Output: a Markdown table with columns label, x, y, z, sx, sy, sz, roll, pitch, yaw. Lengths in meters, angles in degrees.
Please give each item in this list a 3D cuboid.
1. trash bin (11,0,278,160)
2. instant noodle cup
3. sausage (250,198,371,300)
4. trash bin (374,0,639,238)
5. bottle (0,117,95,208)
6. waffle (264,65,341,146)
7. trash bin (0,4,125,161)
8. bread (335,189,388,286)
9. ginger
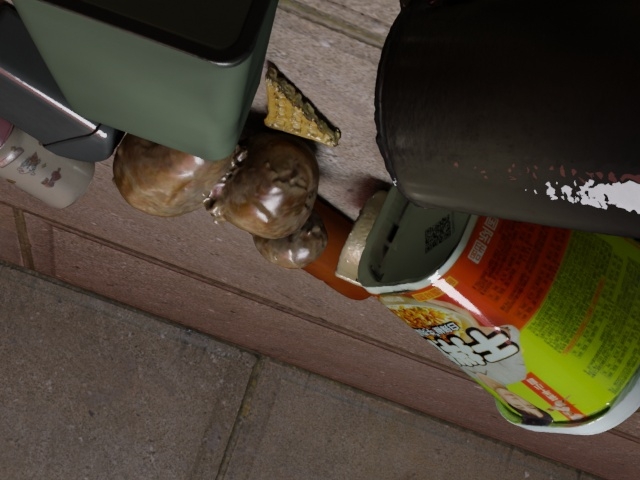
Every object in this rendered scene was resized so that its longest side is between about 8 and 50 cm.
| label | x | y | z | sx | sy | sz | roll | pitch | yaw |
| --- | --- | --- | --- | --- | --- | --- | --- | --- | --- |
| trash bin | -0.162 | -0.205 | 1.079 | 0.223 | 0.158 | 0.343 | 19 | 165 | -2 |
| instant noodle cup | 0.228 | 0.049 | 1.335 | 0.308 | 0.294 | 0.294 | 34 | 159 | -24 |
| sausage | 0.000 | 0.001 | 1.680 | 0.094 | 0.097 | 0.348 | 13 | 165 | 45 |
| trash bin | 0.220 | -0.103 | 0.898 | 0.302 | 0.203 | 0.252 | 9 | 122 | 33 |
| bottle | -0.463 | -0.143 | 1.700 | 0.110 | 0.110 | 0.233 | 5 | 159 | 40 |
| waffle | -0.020 | -0.158 | 1.316 | 0.097 | 0.023 | 0.152 | 16 | 163 | 3 |
| trash bin | -0.356 | -0.196 | 1.435 | 0.236 | 0.101 | 0.177 | 32 | 161 | -33 |
| bread | 0.106 | 0.011 | 1.531 | 0.141 | 0.134 | 0.148 | 23 | 152 | 1 |
| ginger | -0.115 | -0.074 | 1.445 | 0.304 | 0.155 | 0.244 | 27 | 148 | -7 |
